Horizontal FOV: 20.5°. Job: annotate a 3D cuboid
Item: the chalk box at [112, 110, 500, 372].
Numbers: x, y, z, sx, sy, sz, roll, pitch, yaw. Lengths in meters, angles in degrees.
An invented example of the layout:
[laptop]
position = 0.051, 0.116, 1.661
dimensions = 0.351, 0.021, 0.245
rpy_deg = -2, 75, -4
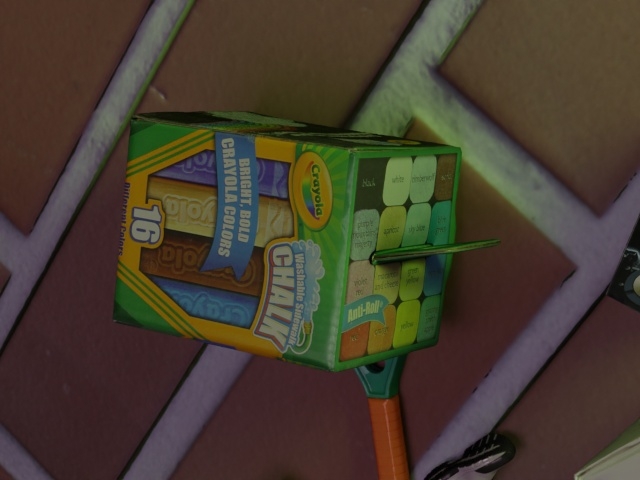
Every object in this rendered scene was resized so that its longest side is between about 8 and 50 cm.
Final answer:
[chalk box]
position = 0.000, 0.000, 1.456
dimensions = 0.289, 0.180, 0.179
rpy_deg = 12, 100, 32

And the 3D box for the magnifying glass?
[magnifying glass]
position = 0.051, 0.115, 1.576
dimensions = 0.092, 0.026, 0.231
rpy_deg = 1, 107, 34

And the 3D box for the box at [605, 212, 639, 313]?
[box]
position = 0.294, -0.030, 1.260
dimensions = 0.077, 0.180, 0.147
rpy_deg = 30, 122, 21

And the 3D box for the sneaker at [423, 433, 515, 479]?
[sneaker]
position = 0.135, 0.205, 1.547
dimensions = 0.044, 0.040, 0.109
rpy_deg = 46, 131, -7

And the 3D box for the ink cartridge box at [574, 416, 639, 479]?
[ink cartridge box]
position = 0.339, 0.175, 1.221
dimensions = 0.129, 0.307, 0.223
rpy_deg = -36, 84, 37
